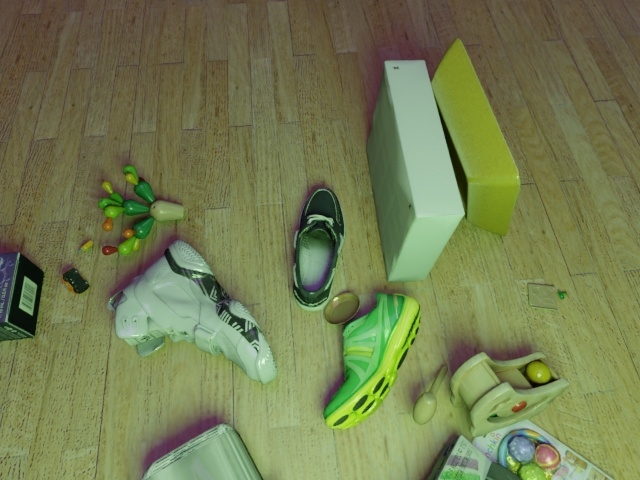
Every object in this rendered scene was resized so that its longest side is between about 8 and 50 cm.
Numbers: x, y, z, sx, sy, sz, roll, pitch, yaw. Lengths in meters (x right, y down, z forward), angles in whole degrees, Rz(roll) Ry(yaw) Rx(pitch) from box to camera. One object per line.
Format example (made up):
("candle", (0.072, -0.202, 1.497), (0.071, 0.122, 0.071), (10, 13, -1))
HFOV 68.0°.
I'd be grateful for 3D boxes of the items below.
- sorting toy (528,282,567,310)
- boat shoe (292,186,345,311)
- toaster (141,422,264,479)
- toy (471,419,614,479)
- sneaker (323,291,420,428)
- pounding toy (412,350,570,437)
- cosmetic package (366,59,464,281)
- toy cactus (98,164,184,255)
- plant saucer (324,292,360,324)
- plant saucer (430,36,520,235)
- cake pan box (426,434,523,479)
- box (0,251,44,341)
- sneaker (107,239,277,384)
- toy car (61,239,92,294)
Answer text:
("sorting toy", (0.492, 0.124, 1.025), (0.083, 0.012, 0.062), (6, 57, 6))
("boat shoe", (0.000, 0.000, 1.038), (0.114, 0.091, 0.303), (2, 62, 0))
("toaster", (-0.187, 0.413, 0.796), (0.227, 0.129, 0.146), (-27, 64, -13))
("toy", (0.398, 0.408, 0.848), (0.237, 0.056, 0.137), (35, 65, 16))
("sneaker", (0.089, 0.229, 0.926), (0.123, 0.109, 0.296), (20, 62, 33))
("pounding toy", (0.296, 0.244, 0.862), (0.269, 0.154, 0.155), (-9, 42, -21))
("cosmetic package", (0.181, -0.140, 1.008), (0.097, 0.284, 0.377), (-4, 63, -3))
("toy cactus", (-0.405, -0.063, 1.076), (0.180, 0.112, 0.219), (4, 58, -20))
("plant saucer", (0.047, 0.145, 0.987), (0.083, 0.015, 0.083), (-23, 34, 17))
("plant saucer", (0.313, -0.193, 1.015), (0.081, 0.333, 0.333), (-18, 69, 11))
("cake pan box", (0.261, 0.483, 0.742), (0.245, 0.070, 0.267), (41, 42, 14))
("box", (-0.693, 0.121, 0.953), (0.207, 0.108, 0.153), (-7, 63, -5))
("sneaker", (-0.253, 0.176, 0.921), (0.210, 0.137, 0.366), (-37, 63, -18))
("toy car", (-0.522, 0.064, 1.038), (0.040, 0.060, 0.122), (-27, 34, 33))
